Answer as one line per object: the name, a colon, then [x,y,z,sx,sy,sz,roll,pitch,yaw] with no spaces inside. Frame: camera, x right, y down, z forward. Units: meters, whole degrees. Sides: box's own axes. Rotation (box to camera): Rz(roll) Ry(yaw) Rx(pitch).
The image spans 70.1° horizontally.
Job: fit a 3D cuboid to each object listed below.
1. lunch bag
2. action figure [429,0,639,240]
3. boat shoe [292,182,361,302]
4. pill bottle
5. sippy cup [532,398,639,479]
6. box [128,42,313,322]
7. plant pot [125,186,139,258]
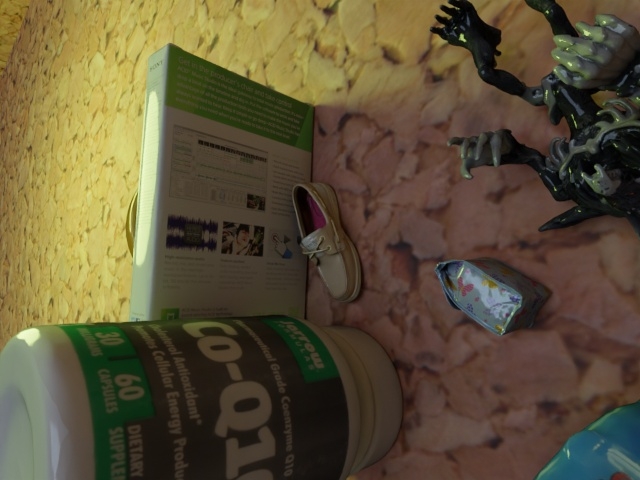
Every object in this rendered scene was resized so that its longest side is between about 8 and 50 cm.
lunch bag: [0.155,0.046,0.423,0.083,0.071,0.053,40,116,37]
action figure: [0.183,-0.106,0.360,0.164,0.141,0.275,-49,60,50]
boat shoe: [0.000,0.000,0.585,0.063,0.059,0.170,-36,62,35]
pill bottle: [-0.092,0.176,0.443,0.204,0.361,0.204,-6,81,43]
sippy cup: [0.228,0.221,0.243,0.224,0.306,0.240,43,157,49]
box: [-0.110,-0.046,0.578,0.058,0.232,0.321,0,84,43]
plant pot: [-0.196,-0.011,0.696,0.188,0.205,0.205,-11,77,58]
